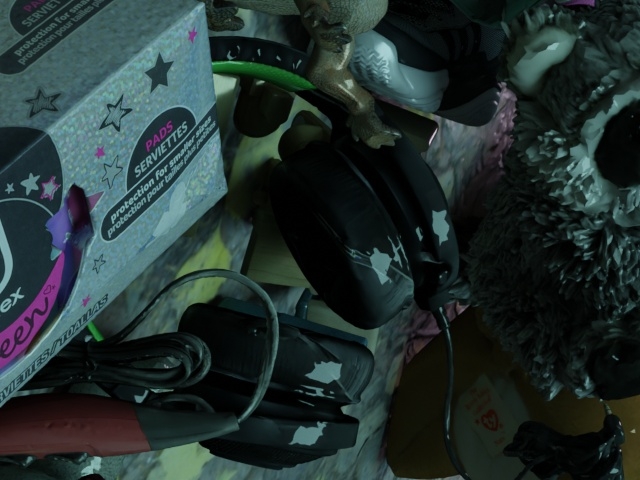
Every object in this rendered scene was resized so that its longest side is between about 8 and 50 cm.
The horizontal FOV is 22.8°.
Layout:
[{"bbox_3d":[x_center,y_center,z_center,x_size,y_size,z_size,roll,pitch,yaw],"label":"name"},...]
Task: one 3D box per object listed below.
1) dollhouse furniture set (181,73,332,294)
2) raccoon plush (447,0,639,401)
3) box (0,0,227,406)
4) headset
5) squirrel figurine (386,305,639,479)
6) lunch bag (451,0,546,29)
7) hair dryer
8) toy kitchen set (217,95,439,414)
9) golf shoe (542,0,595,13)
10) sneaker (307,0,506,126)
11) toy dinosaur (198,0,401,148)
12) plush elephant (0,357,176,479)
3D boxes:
[{"bbox_3d":[-0.070,-0.061,1.106,0.151,0.123,0.144,9,109,-26],"label":"dollhouse furniture set"},{"bbox_3d":[0.150,-0.056,1.220,0.216,0.446,0.299,-40,115,-36],"label":"raccoon plush"},{"bbox_3d":[-0.183,-0.030,0.778,0.247,0.163,0.142,-46,150,-31],"label":"box"},{"bbox_3d":[0.010,0.041,0.981,0.394,0.185,0.243,36,80,-19],"label":"headset"},{"bbox_3d":[0.297,0.099,1.594,0.370,0.281,0.397,-17,119,-41],"label":"squirrel figurine"},{"bbox_3d":[0.146,-0.302,1.088,0.262,0.160,0.223,76,28,-55],"label":"lunch bag"},{"bbox_3d":[-0.181,0.095,0.828,0.293,0.223,0.080,-55,158,-16],"label":"hair dryer"},{"bbox_3d":[0.000,0.000,1.228,0.207,0.122,0.166,-59,161,-57],"label":"toy kitchen set"},{"bbox_3d":[0.234,-0.254,1.263,0.140,0.115,0.306,-84,-172,-60],"label":"golf shoe"},{"bbox_3d":[0.083,-0.177,1.202,0.268,0.101,0.153,7,105,-66],"label":"sneaker"},{"bbox_3d":[-0.024,-0.183,0.925,0.127,0.295,0.200,121,-23,-63],"label":"toy dinosaur"},{"bbox_3d":[-0.149,0.250,0.979,0.330,0.255,0.272,-63,157,2],"label":"plush elephant"}]
